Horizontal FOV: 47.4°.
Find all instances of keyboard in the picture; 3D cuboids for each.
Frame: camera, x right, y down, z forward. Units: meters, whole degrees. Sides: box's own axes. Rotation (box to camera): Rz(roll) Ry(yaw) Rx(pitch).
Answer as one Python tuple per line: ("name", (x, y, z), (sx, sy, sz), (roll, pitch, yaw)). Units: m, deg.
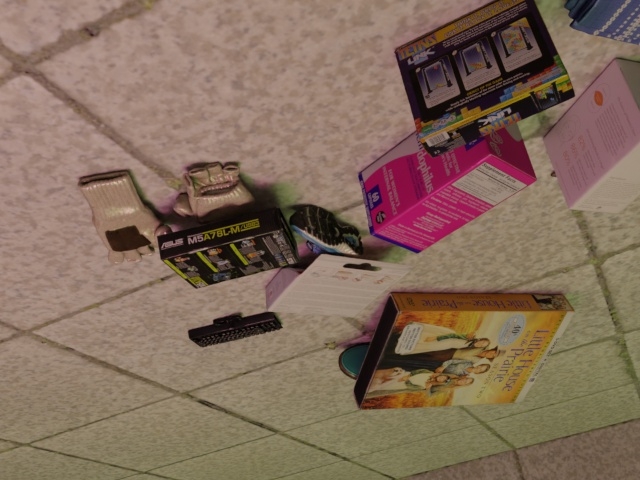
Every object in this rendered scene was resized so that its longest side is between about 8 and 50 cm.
("keyboard", (-0.174, 0.180, 1.472), (0.180, 0.023, 0.108), (-14, 149, 6))

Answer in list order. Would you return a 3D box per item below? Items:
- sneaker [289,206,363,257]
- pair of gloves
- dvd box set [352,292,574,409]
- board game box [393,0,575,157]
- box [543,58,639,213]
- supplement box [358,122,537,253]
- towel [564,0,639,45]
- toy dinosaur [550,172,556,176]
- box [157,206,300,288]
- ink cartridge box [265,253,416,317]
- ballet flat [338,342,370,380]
("sneaker", (0.000, 0.000, 1.179), (0.073, 0.063, 0.162), (-23, 146, 30))
("pair of gloves", (-0.216, -0.035, 1.077), (0.240, 0.042, 0.204), (-6, 150, -7))
("dvd box set", (0.307, 0.245, 1.587), (0.421, 0.062, 0.307), (3, 128, -20))
("board game box", (0.181, -0.190, 0.828), (0.170, 0.141, 0.048), (-22, 146, 20))
("box", (0.405, -0.137, 0.994), (0.091, 0.130, 0.170), (4, 148, -21))
("supplement box", (0.173, -0.089, 1.028), (0.114, 0.111, 0.220), (20, 138, -40))
("towel", (0.473, -0.312, 0.823), (0.336, 0.040, 0.243), (4, 145, -24))
("toy dinosaur", (0.510, -0.107, 1.128), (0.268, 0.064, 0.118), (-2, 172, -10))
("box", (-0.134, 0.016, 1.126), (0.184, 0.045, 0.190), (-12, 163, 4))
("ink cartridge box", (0.030, 0.067, 1.300), (0.189, 0.066, 0.232), (7, 145, -25))
("ballet flat", (0.170, 0.288, 1.689), (0.281, 0.095, 0.096), (-1, 157, -14))
